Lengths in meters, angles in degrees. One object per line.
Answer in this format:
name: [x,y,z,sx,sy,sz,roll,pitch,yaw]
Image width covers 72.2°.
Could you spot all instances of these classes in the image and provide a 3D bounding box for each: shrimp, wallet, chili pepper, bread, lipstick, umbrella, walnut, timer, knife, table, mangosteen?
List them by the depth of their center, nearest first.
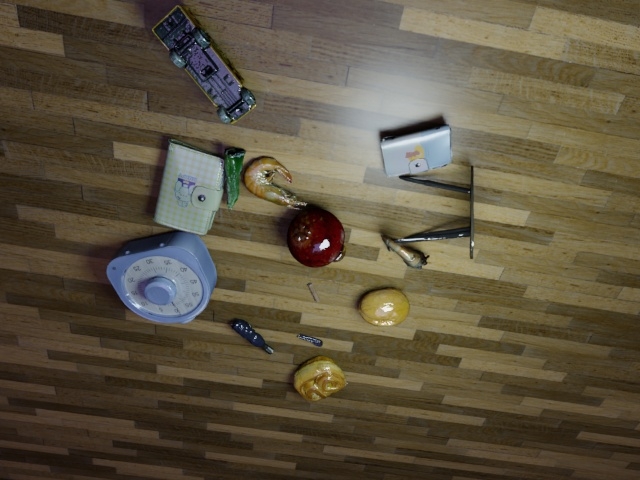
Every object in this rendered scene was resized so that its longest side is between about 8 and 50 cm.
wallet: [0.318,-0.296,1.453,0.230,0.069,0.170,-10,138,11]
table: [0.388,-0.066,1.485,0.248,0.317,0.318,0,122,19]
chili pepper: [-0.306,-0.206,1.517,0.059,0.088,0.227,28,124,25]
shrimp: [-0.154,-0.192,1.534,0.248,0.068,0.150,32,111,-11]
wallet: [-0.459,-0.178,1.548,0.223,0.077,0.310,19,117,-9]
mangosteen: [0.000,0.000,1.577,0.215,0.215,0.257,-34,149,20]
shrimp: [0.299,0.042,1.606,0.178,0.289,0.075,39,104,24]
timer: [-0.590,0.168,1.697,0.394,0.173,0.395,0,120,0]
walnut: [0.252,0.268,1.744,0.206,0.159,0.159,-4,121,-2]
lipstick: [-0.026,0.213,1.795,0.018,0.019,0.094,-18,119,12]
umbrella: [-0.283,0.419,1.905,0.071,0.071,0.248,-36,117,21]
knife: [-0.045,0.438,1.931,0.121,0.018,0.031,21,117,-9]
bread: [-0.006,0.623,1.981,0.236,0.120,0.198,-34,116,19]

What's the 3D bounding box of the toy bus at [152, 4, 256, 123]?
toy bus: [-0.332,-0.517,1.307,0.121,0.123,0.336,-32,115,17]
